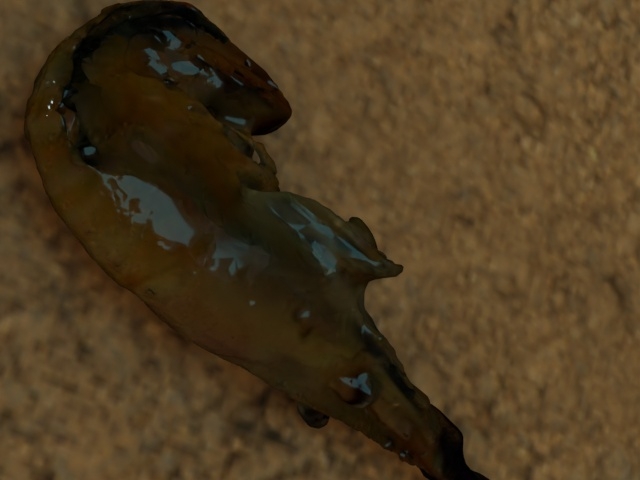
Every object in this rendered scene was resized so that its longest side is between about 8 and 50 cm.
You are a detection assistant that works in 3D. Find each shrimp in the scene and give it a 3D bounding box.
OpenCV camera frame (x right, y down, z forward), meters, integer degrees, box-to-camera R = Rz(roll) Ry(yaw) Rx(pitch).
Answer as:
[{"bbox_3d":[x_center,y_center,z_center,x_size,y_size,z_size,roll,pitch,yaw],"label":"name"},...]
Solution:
[{"bbox_3d":[0.002,0.006,0.645,0.262,0.066,0.117,38,64,-26],"label":"shrimp"}]
